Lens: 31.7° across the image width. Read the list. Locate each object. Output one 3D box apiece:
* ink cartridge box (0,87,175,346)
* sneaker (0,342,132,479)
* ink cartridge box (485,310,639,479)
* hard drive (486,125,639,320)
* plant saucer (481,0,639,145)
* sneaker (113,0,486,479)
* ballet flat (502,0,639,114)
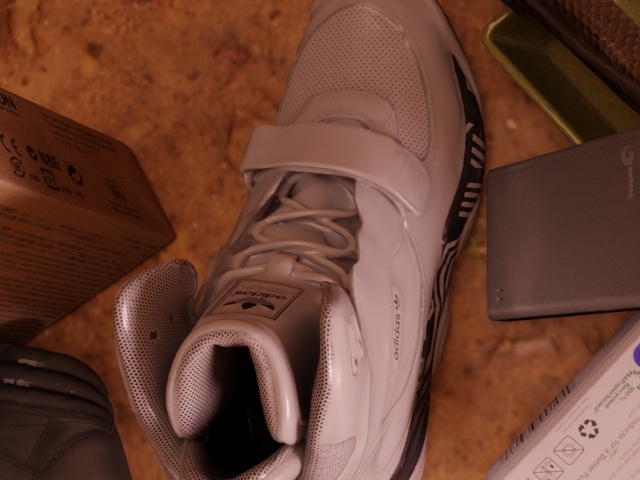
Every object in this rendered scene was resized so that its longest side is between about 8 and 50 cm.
[{"bbox_3d":[-0.231,-0.001,0.698,0.193,0.235,0.088,-32,73,11],"label":"ink cartridge box"},{"bbox_3d":[-0.261,0.138,0.702,0.296,0.104,0.146,3,42,-16],"label":"sneaker"},{"bbox_3d":[0.235,0.122,0.607,0.208,0.045,0.206,41,97,2],"label":"ink cartridge box"},{"bbox_3d":[0.142,-0.005,0.635,0.135,0.022,0.094,-14,73,61],"label":"hard drive"},{"bbox_3d":[0.224,-0.112,0.656,0.188,0.045,0.188,-41,71,9],"label":"plant saucer"},{"bbox_3d":[0.000,0.000,0.629,0.137,0.210,0.365,6,84,20],"label":"sneaker"},{"bbox_3d":[0.167,-0.114,0.612,0.058,0.084,0.250,-48,65,9],"label":"ballet flat"}]
